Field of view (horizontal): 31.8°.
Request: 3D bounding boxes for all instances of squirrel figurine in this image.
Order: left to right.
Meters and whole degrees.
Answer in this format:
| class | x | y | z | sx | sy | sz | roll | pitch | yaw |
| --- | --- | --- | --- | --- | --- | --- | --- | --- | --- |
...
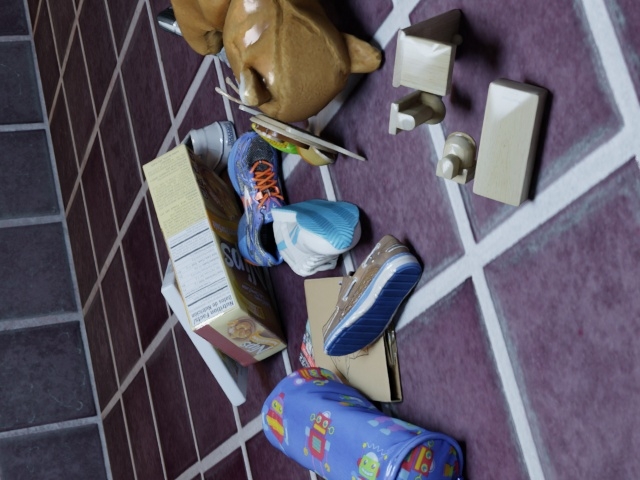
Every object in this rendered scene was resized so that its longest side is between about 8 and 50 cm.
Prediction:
| class | x | y | z | sx | sy | sz | roll | pitch | yaw |
| --- | --- | --- | --- | --- | --- | --- | --- | --- | --- |
| squirrel figurine | -0.075 | -0.341 | 1.350 | 0.370 | 0.281 | 0.397 | 68 | 156 | 18 |

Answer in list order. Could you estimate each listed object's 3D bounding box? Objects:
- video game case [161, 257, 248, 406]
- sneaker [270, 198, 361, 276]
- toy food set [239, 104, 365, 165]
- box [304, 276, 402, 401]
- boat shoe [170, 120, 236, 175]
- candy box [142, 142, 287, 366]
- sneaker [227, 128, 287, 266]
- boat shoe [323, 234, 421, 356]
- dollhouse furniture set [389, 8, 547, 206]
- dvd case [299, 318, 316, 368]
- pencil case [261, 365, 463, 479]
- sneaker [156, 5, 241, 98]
| class | x | y | z | sx | sy | sz | roll | pitch | yaw |
| --- | --- | --- | --- | --- | --- | --- | --- | --- | --- |
| video game case | -0.178 | 0.125 | 1.794 | 0.227 | 0.026 | 0.206 | 60 | -171 | -19 |
| sneaker | 0.000 | 0.000 | 1.500 | 0.228 | 0.087 | 0.092 | -159 | 58 | -72 |
| toy food set | -0.034 | -0.129 | 1.482 | 0.192 | 0.132 | 0.038 | 34 | 103 | 62 |
| box | 0.041 | 0.129 | 1.487 | 0.201 | 0.021 | 0.164 | -9 | 88 | 62 |
| boat shoe | -0.224 | -0.133 | 1.967 | 0.267 | 0.088 | 0.096 | 150 | 112 | -65 |
| candy box | -0.167 | 0.024 | 1.767 | 0.183 | 0.087 | 0.316 | 46 | -161 | -57 |
| sneaker | -0.080 | -0.061 | 1.683 | 0.087 | 0.083 | 0.221 | 26 | 129 | 55 |
| boat shoe | 0.056 | 0.068 | 1.372 | 0.183 | 0.066 | 0.066 | -51 | 47 | 30 |
| dollhouse furniture set | 0.165 | -0.138 | 1.135 | 0.151 | 0.123 | 0.144 | 19 | 119 | 26 |
| dvd case | -0.002 | 0.157 | 1.622 | 0.087 | 0.013 | 0.119 | -121 | 33 | -44 |
| pencil case | 0.050 | 0.246 | 1.360 | 0.306 | 0.133 | 0.119 | 19 | 95 | 57 |
| sneaker | -0.136 | -0.265 | 1.636 | 0.228 | 0.086 | 0.132 | 15 | 128 | 26 |
